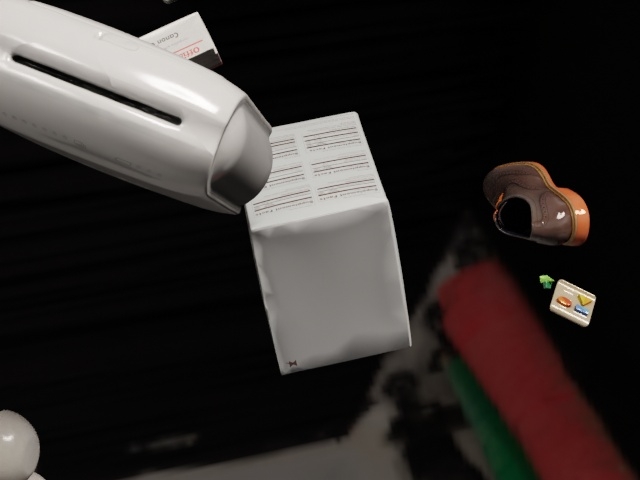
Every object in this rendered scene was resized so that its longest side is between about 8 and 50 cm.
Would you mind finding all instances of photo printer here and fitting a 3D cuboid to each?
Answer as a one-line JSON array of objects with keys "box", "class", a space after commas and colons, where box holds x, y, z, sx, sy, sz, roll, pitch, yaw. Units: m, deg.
[{"box": [-0.174, -0.112, 1.389, 0.307, 0.256, 0.107, 45, 67, -86], "class": "photo printer"}]

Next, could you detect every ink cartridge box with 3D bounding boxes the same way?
[{"box": [-0.206, -0.263, 2.290, 0.198, 0.115, 0.067, 174, -110, -89], "class": "ink cartridge box"}]

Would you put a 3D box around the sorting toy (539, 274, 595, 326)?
[{"box": [0.328, 0.077, 2.185, 0.062, 0.083, 0.012, -62, 178, -47], "class": "sorting toy"}]

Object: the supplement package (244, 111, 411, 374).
[{"box": [0.000, 0.000, 1.779, 0.203, 0.149, 0.194, -105, -177, -57], "class": "supplement package"}]

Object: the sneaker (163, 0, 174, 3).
[{"box": [-0.210, -0.445, 2.598, 0.061, 0.152, 0.053, 38, -4, -4], "class": "sneaker"}]

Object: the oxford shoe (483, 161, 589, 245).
[{"box": [0.294, -0.059, 2.415, 0.271, 0.098, 0.097, -146, -126, -65], "class": "oxford shoe"}]

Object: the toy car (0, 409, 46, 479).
[{"box": [-0.344, 0.238, 1.513, 0.136, 0.159, 0.182, -65, 157, -47], "class": "toy car"}]
